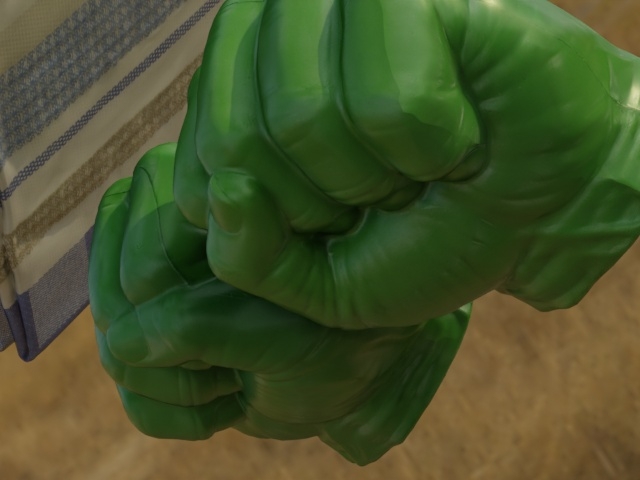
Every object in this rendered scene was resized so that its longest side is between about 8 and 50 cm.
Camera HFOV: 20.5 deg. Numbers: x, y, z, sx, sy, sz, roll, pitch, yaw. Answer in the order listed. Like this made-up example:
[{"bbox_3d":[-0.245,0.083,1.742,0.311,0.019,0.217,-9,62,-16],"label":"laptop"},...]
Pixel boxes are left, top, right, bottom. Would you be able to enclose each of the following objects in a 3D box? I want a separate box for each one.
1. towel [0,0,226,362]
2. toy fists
[{"bbox_3d":[-0.097,-0.086,0.804,0.209,0.034,0.285,-47,-23,-27],"label":"towel"},{"bbox_3d":[0.000,0.000,0.629,0.279,0.142,0.096,-48,22,55],"label":"toy fists"}]
